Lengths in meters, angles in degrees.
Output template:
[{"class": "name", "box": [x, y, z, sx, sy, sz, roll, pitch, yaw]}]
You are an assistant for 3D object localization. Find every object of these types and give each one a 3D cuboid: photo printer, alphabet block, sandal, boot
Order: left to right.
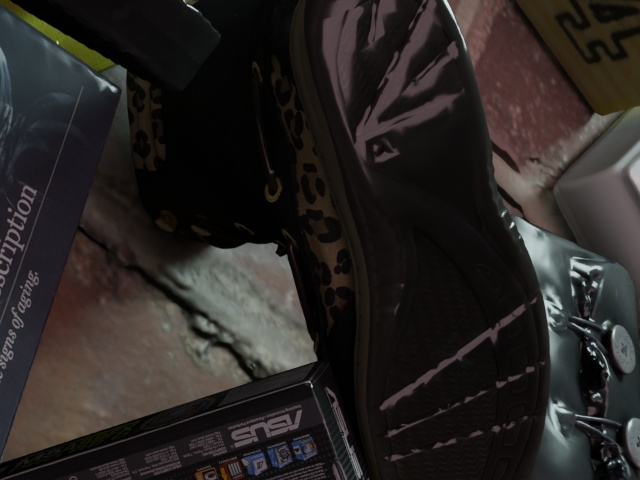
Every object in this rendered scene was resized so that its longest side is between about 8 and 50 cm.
[{"class": "sandal", "box": [-0.210, -0.222, 1.035, 0.107, 0.446, 0.167, -56, 152, -2]}, {"class": "boot", "box": [0.000, 0.000, 1.224, 0.138, 0.284, 0.377, -24, 110, -26]}, {"class": "boot", "box": [0.225, 0.241, 1.438, 0.367, 0.146, 0.445, 41, 34, -48]}, {"class": "alphabet block", "box": [0.286, -0.251, 1.582, 0.197, 0.193, 0.192, 50, 56, -22]}, {"class": "photo printer", "box": [0.358, 0.013, 1.645, 0.256, 0.107, 0.307, -41, 108, -38]}]

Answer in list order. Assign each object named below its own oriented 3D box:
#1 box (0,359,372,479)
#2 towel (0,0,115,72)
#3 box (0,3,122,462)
[{"class": "box", "box": [-0.088, 0.215, 1.129, 0.060, 0.270, 0.216, -45, 115, -76]}, {"class": "towel", "box": [-0.138, -0.180, 1.317, 0.237, 0.021, 0.102, -30, 100, -40]}, {"class": "box", "box": [-0.314, -0.004, 0.997, 0.312, 0.179, 0.343, 34, 52, -30]}]
